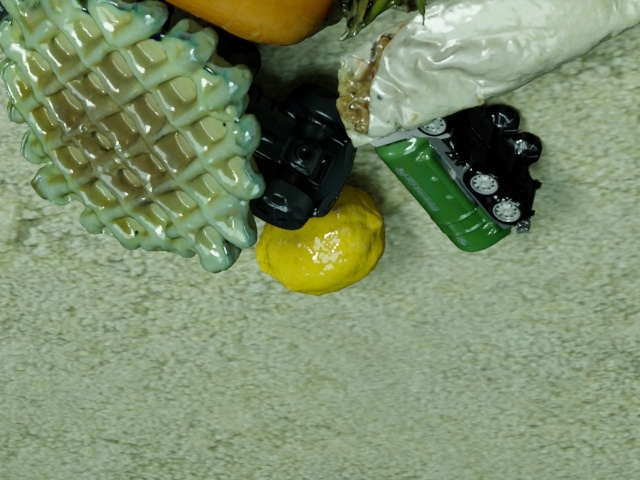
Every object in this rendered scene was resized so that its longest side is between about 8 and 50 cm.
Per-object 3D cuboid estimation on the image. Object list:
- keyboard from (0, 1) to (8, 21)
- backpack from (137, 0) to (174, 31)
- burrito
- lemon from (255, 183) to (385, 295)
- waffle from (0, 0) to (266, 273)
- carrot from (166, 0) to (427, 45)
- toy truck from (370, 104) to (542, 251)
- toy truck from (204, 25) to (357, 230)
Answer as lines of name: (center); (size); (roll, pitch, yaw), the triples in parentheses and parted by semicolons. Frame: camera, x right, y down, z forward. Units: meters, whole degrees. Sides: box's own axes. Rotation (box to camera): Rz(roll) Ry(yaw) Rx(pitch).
keyboard: (-0.329, -0.263, 1.976); (0.106, 0.016, 0.262); (37, 134, -22)
backpack: (-0.189, -0.238, 1.891); (0.106, 0.120, 0.165); (12, 122, 3)
burrito: (0.185, -0.201, 1.780); (0.392, 0.076, 0.117); (-24, 121, 12)
lemon: (0.000, 0.000, 2.082); (0.155, 0.114, 0.114); (-21, 126, 29)
waffle: (-0.175, -0.109, 1.849); (0.292, 0.056, 0.309); (19, 134, 22)
carrot: (-0.056, -0.283, 1.747); (0.331, 0.214, 0.193); (29, 154, -10)
toy truck: (0.124, -0.092, 1.960); (0.125, 0.101, 0.242); (-16, 129, 35)
toy truck: (-0.085, -0.102, 2.000); (0.224, 0.147, 0.165); (27, 163, -13)
